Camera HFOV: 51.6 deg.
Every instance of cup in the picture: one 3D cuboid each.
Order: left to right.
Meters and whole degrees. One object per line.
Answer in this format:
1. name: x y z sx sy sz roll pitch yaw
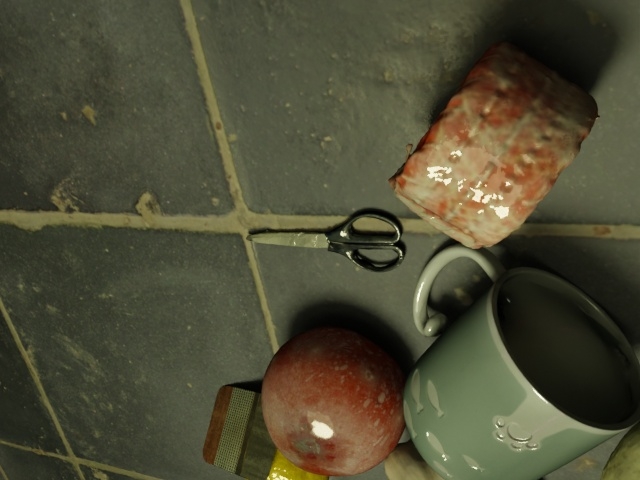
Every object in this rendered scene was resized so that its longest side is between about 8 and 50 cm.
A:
1. cup: 0.253 0.183 1.002 0.357 0.259 0.275 58 134 26

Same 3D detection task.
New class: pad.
1. pad: -0.165 0.308 1.361 0.250 0.055 0.324 -5 85 50

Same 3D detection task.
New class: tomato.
1. tomato: 0.018 0.290 1.175 0.270 0.227 0.271 11 117 22

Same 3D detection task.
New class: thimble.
1. thimble: 0.208 -0.116 0.832 0.162 0.239 0.239 37 129 2

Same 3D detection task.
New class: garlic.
1. garlic: 0.227 0.419 1.200 0.229 0.178 0.143 26 104 -28

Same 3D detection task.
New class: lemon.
1. lemon: -0.070 0.461 1.363 0.178 0.178 0.203 46 141 -5

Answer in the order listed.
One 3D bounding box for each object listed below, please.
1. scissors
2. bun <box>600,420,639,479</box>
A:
1. scissors: 0.000 0.000 1.139 0.299 0.022 0.109 2 116 28
2. bun: 0.572 0.412 0.916 0.360 0.361 0.213 18 145 17
